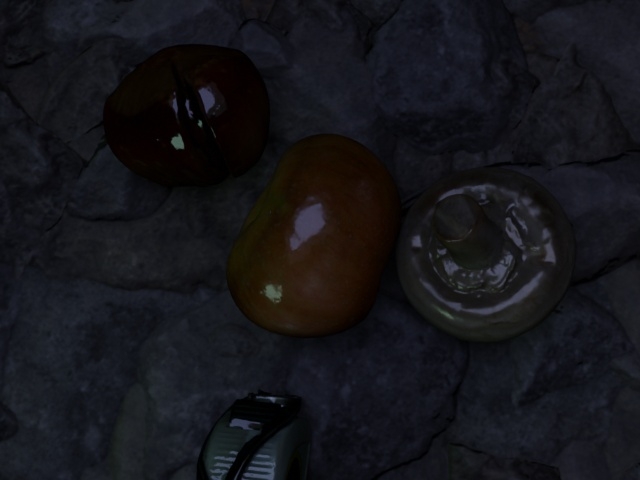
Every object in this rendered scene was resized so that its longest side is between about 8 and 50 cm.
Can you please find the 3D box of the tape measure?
[{"bbox_3d":[-0.082,0.266,1.913,0.115,0.207,0.235,4,77,12],"label":"tape measure"}]

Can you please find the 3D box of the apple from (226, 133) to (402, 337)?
[{"bbox_3d":[0.000,0.000,1.978,0.173,0.210,0.235,27,108,-5],"label":"apple"}]

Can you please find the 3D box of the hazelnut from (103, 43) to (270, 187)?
[{"bbox_3d":[-0.158,-0.145,2.071,0.204,0.178,0.178,-20,72,7],"label":"hazelnut"}]

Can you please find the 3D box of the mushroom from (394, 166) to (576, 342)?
[{"bbox_3d":[0.180,0.006,1.948,0.207,0.215,0.207,-6,70,16],"label":"mushroom"}]
